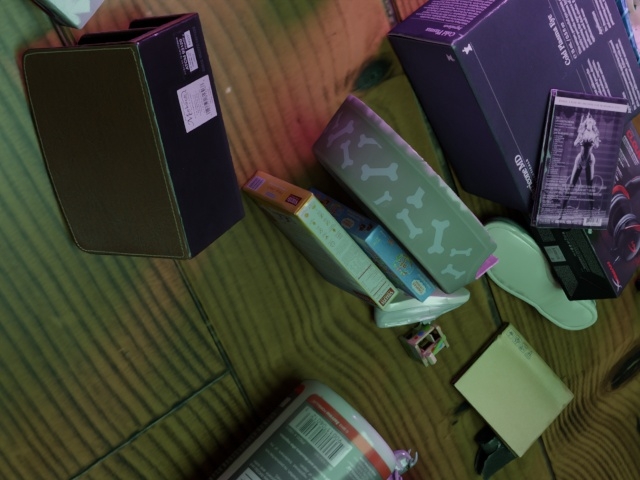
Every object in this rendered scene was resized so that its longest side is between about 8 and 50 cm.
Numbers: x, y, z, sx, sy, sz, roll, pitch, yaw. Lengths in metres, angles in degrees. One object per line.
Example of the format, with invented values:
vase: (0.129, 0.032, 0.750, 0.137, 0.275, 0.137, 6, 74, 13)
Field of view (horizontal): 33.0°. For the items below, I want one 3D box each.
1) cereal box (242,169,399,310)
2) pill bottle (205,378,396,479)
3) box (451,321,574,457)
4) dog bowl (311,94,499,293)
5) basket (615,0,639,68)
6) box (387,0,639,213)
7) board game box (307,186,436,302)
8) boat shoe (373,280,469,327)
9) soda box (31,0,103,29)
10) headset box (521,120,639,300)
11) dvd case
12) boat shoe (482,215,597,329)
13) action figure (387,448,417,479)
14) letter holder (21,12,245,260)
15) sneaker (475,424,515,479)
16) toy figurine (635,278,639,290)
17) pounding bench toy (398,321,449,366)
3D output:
cereal box: (0.000, 0.000, 1.663, 0.047, 0.173, 0.240, -50, 124, -10)
pill bottle: (-0.070, 0.415, 1.725, 0.363, 0.210, 0.210, -44, 123, -12)
box: (0.362, 0.281, 2.027, 0.164, 0.021, 0.201, -45, 104, -12)
dog bowl: (0.124, -0.060, 1.632, 0.102, 0.349, 0.349, -44, 123, 1)
basket: (0.566, -0.419, 1.812, 0.201, 0.289, 0.254, -35, 121, -27)
box: (0.334, -0.282, 1.780, 0.312, 0.179, 0.343, -40, 121, -17)
board game box: (0.071, 0.005, 1.683, 0.039, 0.211, 0.160, -49, 123, -7)
boat shoe: (0.175, 0.117, 1.876, 0.184, 0.066, 0.063, -10, 120, -30)
soda box: (-0.275, -0.416, 1.412, 0.098, 0.091, 0.286, 41, 82, -33)
headset box: (0.507, -0.066, 1.939, 0.293, 0.110, 0.218, -46, 114, -35)
dvd case: (0.422, -0.129, 1.758, 0.165, 0.018, 0.221, 1, 101, -32)
boat shoe: (0.397, 0.045, 1.991, 0.319, 0.116, 0.099, 39, 39, -27)
action figure: (0.062, 0.459, 1.857, 0.285, 0.185, 0.099, -44, 90, 3)
letter holder: (-0.259, -0.141, 1.489, 0.152, 0.215, 0.301, -44, 128, -52)
sneaker: (0.361, 0.382, 2.081, 0.170, 0.051, 0.089, -37, 121, -12)
toy figurine: (0.713, 0.041, 2.096, 0.148, 0.209, 0.213, -29, 118, -9)
pounding bench toy: (0.193, 0.180, 1.892, 0.065, 0.083, 0.052, -39, 121, -15)
